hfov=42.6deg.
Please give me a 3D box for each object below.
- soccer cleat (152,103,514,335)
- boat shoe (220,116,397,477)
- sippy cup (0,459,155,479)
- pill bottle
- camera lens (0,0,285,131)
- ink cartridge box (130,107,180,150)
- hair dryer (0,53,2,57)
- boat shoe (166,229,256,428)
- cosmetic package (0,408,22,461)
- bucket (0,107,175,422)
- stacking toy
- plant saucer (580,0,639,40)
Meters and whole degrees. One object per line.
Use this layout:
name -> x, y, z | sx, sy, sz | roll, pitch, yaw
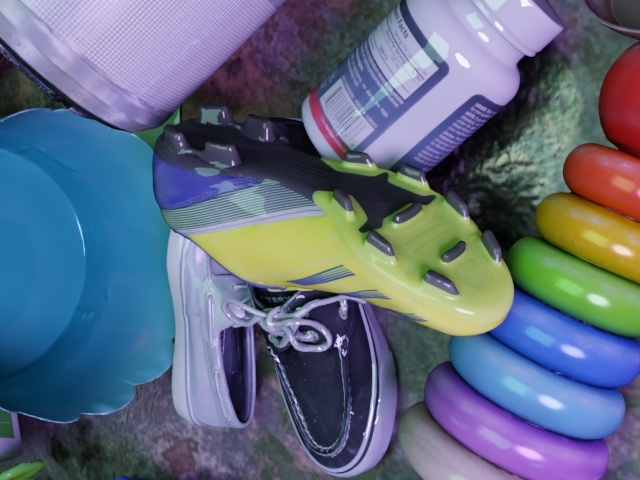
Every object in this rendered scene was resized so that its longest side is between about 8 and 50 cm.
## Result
soccer cleat -> 0.000, -0.001, 0.576 | 0.289, 0.093, 0.121 | 26, 132, 26
boat shoe -> -0.015, 0.048, 0.676 | 0.113, 0.105, 0.306 | -5, 89, 33
sippy cup -> -0.197, 0.349, 0.753 | 0.305, 0.240, 0.224 | 36, 103, -15
pill bottle -> 0.082, -0.123, 0.604 | 0.180, 0.108, 0.108 | -41, 71, 28
camera lens -> -0.133, -0.240, 0.645 | 0.274, 0.219, 0.219 | -43, 69, 9
ink cartridge box -> -0.218, -0.209, 0.829 | 0.171, 0.056, 0.235 | 3, 92, 32
hair dryer -> -0.433, -0.286, 0.949 | 0.293, 0.080, 0.224 | -20, 81, 32
boat shoe -> -0.086, 0.062, 0.747 | 0.081, 0.079, 0.228 | 7, 102, 26
cosmetic package -> -0.461, 0.068, 0.864 | 0.155, 0.197, 0.366 | -22, 70, 14
bucket -> -0.269, 0.020, 0.747 | 0.183, 0.281, 0.281 | 0, 92, 42
stacking toy -> 0.175, 0.021, 0.549 | 0.141, 0.141, 0.330 | 27, 100, 29
plant saucer -> 0.244, -0.172, 0.496 | 0.168, 0.029, 0.168 | -23, 39, 20
